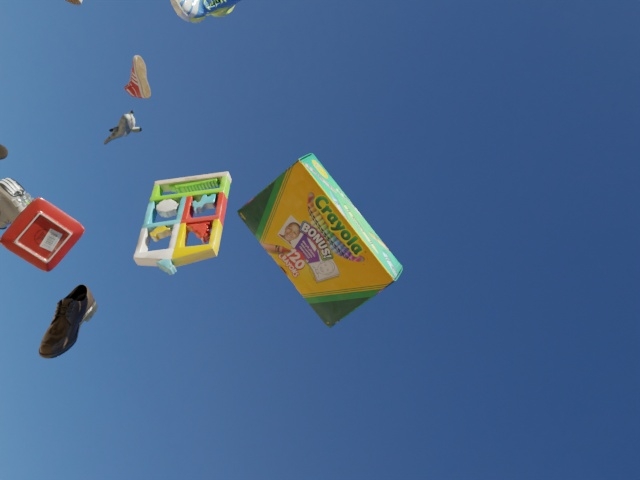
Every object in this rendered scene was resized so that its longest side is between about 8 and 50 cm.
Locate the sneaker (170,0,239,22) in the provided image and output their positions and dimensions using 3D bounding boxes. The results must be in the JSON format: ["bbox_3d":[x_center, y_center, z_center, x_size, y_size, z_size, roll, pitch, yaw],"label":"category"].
[{"bbox_3d":[-0.254,-0.587,1.854,0.126,0.240,0.091,-27,-82,29],"label":"sneaker"}]

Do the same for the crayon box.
[{"bbox_3d":[0.000,0.000,1.448,0.165,0.081,0.278,-38,-89,23],"label":"crayon box"}]

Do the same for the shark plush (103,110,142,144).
[{"bbox_3d":[-0.637,-0.356,2.466,0.161,0.067,0.073,-17,-90,35],"label":"shark plush"}]

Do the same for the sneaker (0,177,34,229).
[{"bbox_3d":[-0.831,-0.054,2.179,0.132,0.086,0.229,-40,-87,25],"label":"sneaker"}]

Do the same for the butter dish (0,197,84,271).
[{"bbox_3d":[-0.725,-0.028,2.035,0.160,0.160,0.118,-50,-148,1],"label":"butter dish"}]

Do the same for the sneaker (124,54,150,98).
[{"bbox_3d":[-0.510,-0.447,2.150,0.067,0.042,0.119,5,-65,31],"label":"sneaker"}]

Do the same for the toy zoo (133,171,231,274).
[{"bbox_3d":[-0.317,-0.037,1.799,0.030,0.192,0.293,71,16,-46],"label":"toy zoo"}]

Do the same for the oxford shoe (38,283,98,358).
[{"bbox_3d":[-0.627,0.192,1.911,0.227,0.082,0.096,-74,164,-50],"label":"oxford shoe"}]

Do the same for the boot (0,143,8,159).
[{"bbox_3d":[-0.682,-0.189,1.536,0.114,0.106,0.037,20,-84,49],"label":"boot"}]

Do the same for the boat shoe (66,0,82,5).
[{"bbox_3d":[-0.662,-0.680,1.855,0.096,0.277,0.098,-55,-160,-16],"label":"boat shoe"}]
